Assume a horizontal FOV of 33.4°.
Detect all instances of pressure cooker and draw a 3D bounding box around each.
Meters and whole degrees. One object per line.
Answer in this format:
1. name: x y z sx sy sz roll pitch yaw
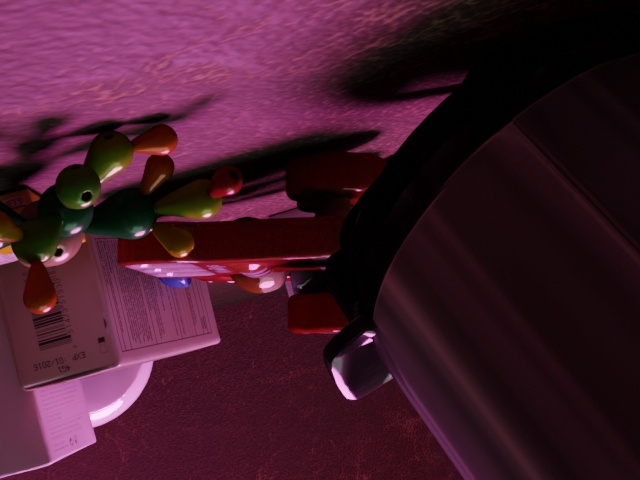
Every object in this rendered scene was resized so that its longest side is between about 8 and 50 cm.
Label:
1. pressure cooker: 0.231 0.035 0.812 0.369 0.420 0.376 -3 135 -41

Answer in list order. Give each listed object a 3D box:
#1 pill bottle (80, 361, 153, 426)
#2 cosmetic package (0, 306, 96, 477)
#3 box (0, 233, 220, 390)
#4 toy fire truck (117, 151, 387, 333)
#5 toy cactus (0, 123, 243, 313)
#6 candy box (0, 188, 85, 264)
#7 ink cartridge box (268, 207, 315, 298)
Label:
1. pill bottle: -0.339 0.155 1.464 0.210 0.210 0.363 -14 175 -17
2. cosmetic package: -0.404 0.158 1.201 0.224 0.225 0.138 -16 178 9
3. box: -0.231 0.069 1.183 0.126 0.149 0.232 -17 175 20
4. toy fire truck: -0.056 0.011 1.091 0.253 0.169 0.302 -1 175 3
5. toy cactus: -0.176 -0.007 0.746 0.219 0.112 0.180 -18 175 -28
6. candy box: -0.272 -0.006 0.909 0.105 0.027 0.206 -13 175 -3
7. ink cartridge box: 0.009 0.032 1.503 0.086 0.153 0.208 -17 176 11
